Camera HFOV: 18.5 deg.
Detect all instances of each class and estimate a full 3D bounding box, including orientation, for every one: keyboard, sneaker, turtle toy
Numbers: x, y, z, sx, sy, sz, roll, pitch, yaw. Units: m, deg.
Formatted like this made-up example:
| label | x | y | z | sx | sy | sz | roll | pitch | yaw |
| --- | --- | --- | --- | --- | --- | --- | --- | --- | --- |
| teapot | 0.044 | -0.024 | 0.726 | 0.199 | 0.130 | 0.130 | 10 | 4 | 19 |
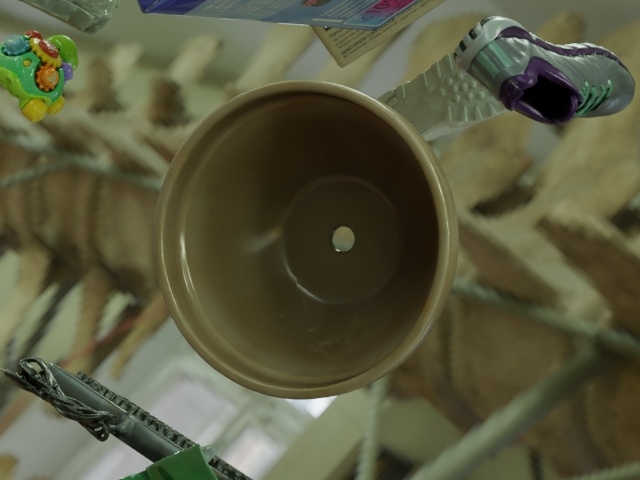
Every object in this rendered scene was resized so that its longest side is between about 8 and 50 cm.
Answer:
| label | x | y | z | sx | sy | sz | roll | pitch | yaw |
| --- | --- | --- | --- | --- | --- | --- | --- | --- | --- |
| keyboard | -0.155 | 0.163 | 1.692 | 0.201 | 0.033 | 0.317 | 27 | -3 | -38 |
| sneaker | 0.216 | -0.127 | 1.753 | 0.224 | 0.083 | 0.098 | 10 | 37 | -42 |
| sneaker | 0.170 | -0.172 | 2.338 | 0.235 | 0.090 | 0.095 | -16 | -10 | 38 |
| turtle toy | -0.294 | -0.181 | 2.033 | 0.095 | 0.066 | 0.130 | 44 | 19 | 1 |

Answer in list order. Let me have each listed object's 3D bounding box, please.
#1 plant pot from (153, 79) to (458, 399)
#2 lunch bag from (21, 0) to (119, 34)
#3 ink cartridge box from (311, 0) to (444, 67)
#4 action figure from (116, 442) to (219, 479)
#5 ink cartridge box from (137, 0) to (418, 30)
| label | x | y | z | sx | sy | sz | roll | pitch | yaw |
| --- | --- | --- | --- | --- | --- | --- | --- | --- | --- |
| plant pot | 0.000 | 0.000 | 1.497 | 0.237 | 0.237 | 0.110 | 39 | 12 | 16 |
| lunch bag | -0.366 | -0.393 | 2.366 | 0.235 | 0.169 | 0.287 | 20 | 38 | -39 |
| ink cartridge box | 0.055 | -0.314 | 2.177 | 0.088 | 0.193 | 0.234 | 53 | 5 | -30 |
| action figure | -0.056 | 0.247 | 1.226 | 0.137 | 0.063 | 0.232 | -34 | -107 | 62 |
| ink cartridge box | -0.073 | -0.348 | 1.827 | 0.151 | 0.395 | 0.270 | -35 | -111 | 38 |
